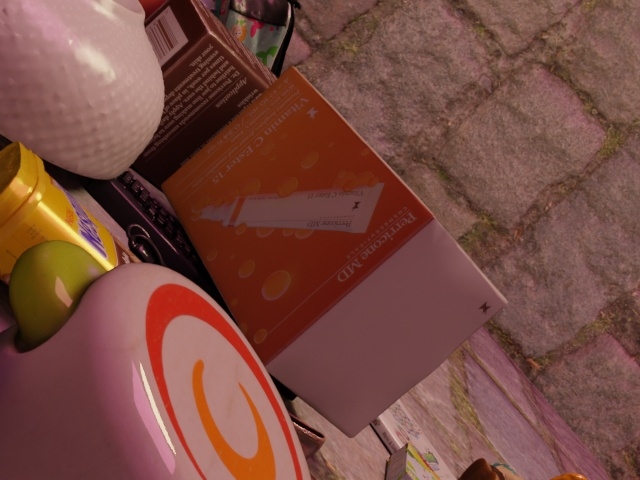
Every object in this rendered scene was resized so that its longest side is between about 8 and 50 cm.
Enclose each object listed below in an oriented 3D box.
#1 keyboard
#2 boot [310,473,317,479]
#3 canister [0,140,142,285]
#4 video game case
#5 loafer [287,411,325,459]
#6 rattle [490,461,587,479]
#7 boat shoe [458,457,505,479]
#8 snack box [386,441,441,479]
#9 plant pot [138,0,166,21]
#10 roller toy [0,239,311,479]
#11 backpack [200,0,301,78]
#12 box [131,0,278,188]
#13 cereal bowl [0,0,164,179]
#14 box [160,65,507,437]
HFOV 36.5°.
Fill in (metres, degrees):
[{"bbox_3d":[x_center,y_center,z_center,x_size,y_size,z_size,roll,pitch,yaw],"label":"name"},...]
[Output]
[{"bbox_3d":[-0.125,0.045,1.024,0.317,0.033,0.201,47,11,-12],"label":"keyboard"},{"bbox_3d":[-0.026,0.213,0.814,0.106,0.037,0.114,40,2,25],"label":"boot"},{"bbox_3d":[-0.184,0.018,0.715,0.170,0.073,0.126,47,0,-26],"label":"canister"},{"bbox_3d":[0.115,0.266,1.290,0.143,0.019,0.157,54,11,23],"label":"video game case"},{"bbox_3d":[-0.047,0.159,0.914,0.125,0.039,0.045,47,11,-17],"label":"loafer"},{"bbox_3d":[0.345,0.379,1.562,0.130,0.143,0.200,33,13,11],"label":"rattle"},{"bbox_3d":[0.233,0.355,1.322,0.073,0.073,0.207,49,10,4],"label":"boat shoe"},{"bbox_3d":[0.135,0.316,1.140,0.141,0.037,0.100,50,11,-2],"label":"snack box"},{"bbox_3d":[-0.323,-0.433,1.338,0.243,0.275,0.275,55,4,-42],"label":"plant pot"},{"bbox_3d":[-0.103,0.124,0.494,0.191,0.146,0.209,45,19,-51],"label":"roller toy"},{"bbox_3d":[-0.148,-0.256,1.424,0.191,0.253,0.225,9,21,-13],"label":"backpack"},{"bbox_3d":[-0.108,-0.126,1.263,0.381,0.191,0.143,42,13,-42],"label":"box"},{"bbox_3d":[-0.280,-0.225,0.952,0.339,0.141,0.339,42,12,-11],"label":"cereal bowl"},{"bbox_3d":[0.000,0.000,1.049,0.168,0.215,0.345,45,5,-42],"label":"box"}]
